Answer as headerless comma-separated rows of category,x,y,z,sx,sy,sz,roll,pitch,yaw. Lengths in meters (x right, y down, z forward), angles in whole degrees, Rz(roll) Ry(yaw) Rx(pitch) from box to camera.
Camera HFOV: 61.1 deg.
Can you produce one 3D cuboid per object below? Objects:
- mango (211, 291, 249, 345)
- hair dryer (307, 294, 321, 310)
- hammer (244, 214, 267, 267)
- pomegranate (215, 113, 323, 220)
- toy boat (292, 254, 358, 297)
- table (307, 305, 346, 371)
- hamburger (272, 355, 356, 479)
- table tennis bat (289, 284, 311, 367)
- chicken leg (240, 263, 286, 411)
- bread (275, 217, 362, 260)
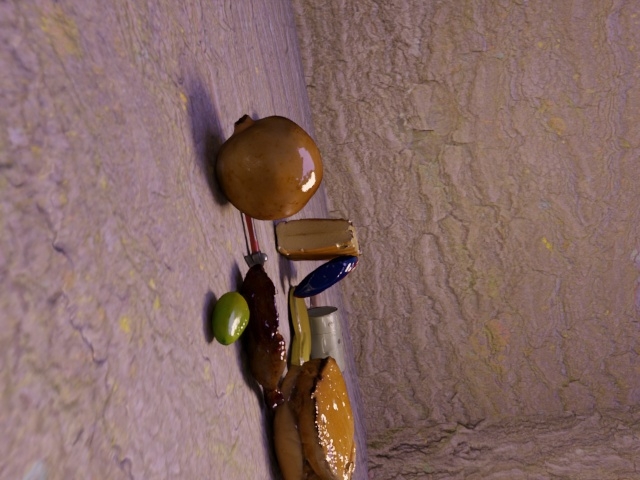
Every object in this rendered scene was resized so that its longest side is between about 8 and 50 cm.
mango,-0.161,0.138,0.958,0.108,0.056,0.073,-86,161,-49
hair dryer,-0.017,0.227,2.111,0.195,0.054,0.220,67,15,-64
hammer,-0.168,-0.072,1.255,0.111,0.033,0.287,-70,151,-78
pomegranate,-0.100,-0.147,1.121,0.233,0.234,0.232,-8,90,-83
toy boat,0.029,0.107,1.722,0.071,0.219,0.318,60,14,4
table,0.015,0.354,1.920,0.126,0.127,0.219,-58,141,-80
hamburger,-0.015,0.447,1.337,0.304,0.175,0.283,-59,139,-79
table tennis bat,-0.062,0.288,1.685,0.368,0.054,0.224,-93,169,-63
chicken leg,-0.121,0.212,1.161,0.177,0.083,0.322,126,-45,-78
bread,0.000,0.000,1.688,0.239,0.246,0.110,48,39,-78
